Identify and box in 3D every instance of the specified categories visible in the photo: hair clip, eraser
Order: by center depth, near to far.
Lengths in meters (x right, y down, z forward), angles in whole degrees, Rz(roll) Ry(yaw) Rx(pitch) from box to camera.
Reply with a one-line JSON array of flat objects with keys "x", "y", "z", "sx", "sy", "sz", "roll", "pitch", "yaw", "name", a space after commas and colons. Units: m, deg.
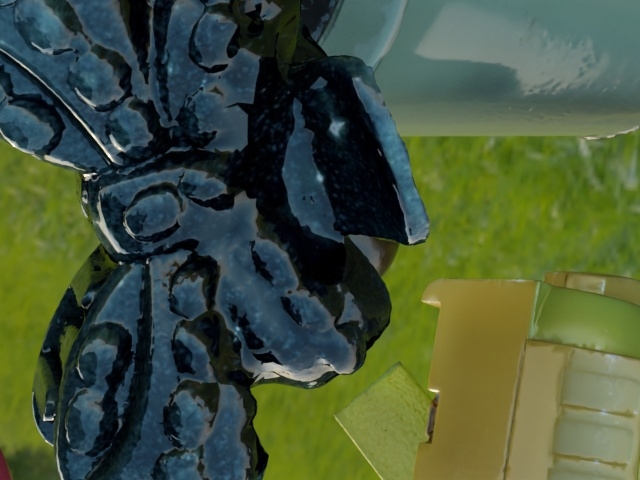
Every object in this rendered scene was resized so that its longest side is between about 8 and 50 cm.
[{"x": -0.069, "y": -0.028, "z": 0.865, "sx": 0.206, "sy": 0.194, "sz": 0.310, "roll": -19, "pitch": 106, "yaw": -11, "name": "hair clip"}, {"x": 0.088, "y": 0.206, "z": 1.876, "sx": 0.097, "sy": 0.122, "sz": 0.045, "roll": -38, "pitch": 159, "yaw": 0, "name": "eraser"}]

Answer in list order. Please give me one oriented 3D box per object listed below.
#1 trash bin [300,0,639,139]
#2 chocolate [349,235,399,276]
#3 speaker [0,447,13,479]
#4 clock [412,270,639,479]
[{"x": 0.073, "y": -0.205, "z": 1.291, "sx": 0.432, "sy": 0.280, "sz": 0.280, "roll": 1, "pitch": 157, "yaw": -43, "name": "trash bin"}, {"x": 0.000, "y": 0.000, "z": 2.000, "sx": 0.177, "sy": 0.176, "sz": 0.176, "roll": 9, "pitch": 142, "yaw": 7, "name": "chocolate"}, {"x": -0.270, "y": 0.150, "z": 0.731, "sx": 0.294, "sy": 0.294, "sz": 0.294, "roll": 9, "pitch": 142, "yaw": 7, "name": "speaker"}, {"x": 0.229, "y": 0.156, "z": 1.325, "sx": 0.317, "sy": 0.244, "sz": 0.200, "roll": 13, "pitch": 176, "yaw": -40, "name": "clock"}]
